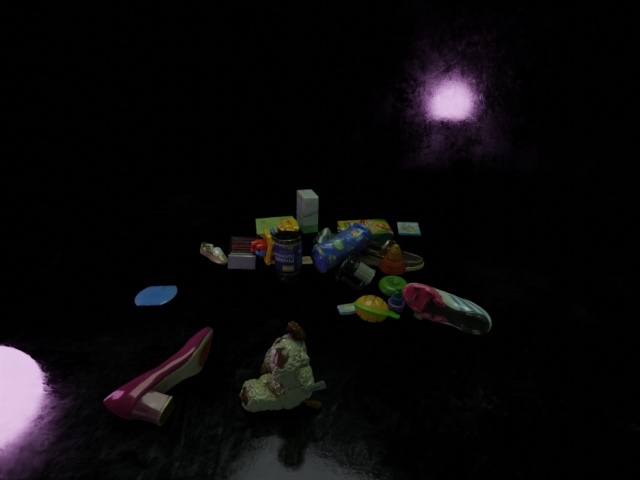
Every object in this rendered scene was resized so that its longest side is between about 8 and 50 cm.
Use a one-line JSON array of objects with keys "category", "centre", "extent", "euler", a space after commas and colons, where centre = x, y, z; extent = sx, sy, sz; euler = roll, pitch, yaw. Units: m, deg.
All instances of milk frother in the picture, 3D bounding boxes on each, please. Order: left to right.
[{"category": "milk frother", "centre": [0.143, 0.148, 1.915], "extent": [0.135, 0.129, 0.143], "euler": [34, -8, -5]}]

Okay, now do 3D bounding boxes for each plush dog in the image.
[{"category": "plush dog", "centre": [-0.094, 0.373, 1.297], "extent": [0.211, 0.262, 0.225], "euler": [27, 26, -22]}]

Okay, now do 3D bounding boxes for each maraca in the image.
[{"category": "maraca", "centre": [0.211, 0.261, 1.649], "extent": [0.186, 0.099, 0.127], "euler": [17, 7, -21]}]

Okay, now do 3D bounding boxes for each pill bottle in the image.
[{"category": "pill bottle", "centre": [-0.140, 0.076, 1.918], "extent": [0.123, 0.219, 0.122], "euler": [-1, 24, 0]}]

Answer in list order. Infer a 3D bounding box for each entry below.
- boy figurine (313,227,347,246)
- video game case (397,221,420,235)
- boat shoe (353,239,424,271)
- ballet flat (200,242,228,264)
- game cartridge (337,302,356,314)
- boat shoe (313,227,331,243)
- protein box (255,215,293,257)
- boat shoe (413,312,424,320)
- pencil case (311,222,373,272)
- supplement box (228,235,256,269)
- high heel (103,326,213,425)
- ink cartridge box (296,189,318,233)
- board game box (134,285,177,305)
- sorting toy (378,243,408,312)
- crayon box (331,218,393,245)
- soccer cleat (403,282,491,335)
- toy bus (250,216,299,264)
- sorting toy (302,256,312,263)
[{"category": "boy figurine", "centre": [0.098, 0.006, 2.117], "extent": [0.285, 0.177, 0.092], "euler": [-26, 43, -35]}, {"category": "video game case", "centre": [0.499, -0.067, 2.478], "extent": [0.119, 0.015, 0.166], "euler": [2, 24, 6]}, {"category": "boat shoe", "centre": [0.317, 0.059, 2.063], "extent": [0.342, 0.123, 0.123], "euler": [10, 26, 24]}, {"category": "ballet flat", "centre": [-0.527, 0.058, 2.155], "extent": [0.206, 0.067, 0.073], "euler": [19, 26, 36]}, {"category": "game cartridge", "centre": [0.113, 0.270, 1.725], "extent": [0.084, 0.017, 0.056], "euler": [-7, 28, -13]}, {"category": "boat shoe", "centre": [0.000, 0.000, 2.275], "extent": [0.076, 0.080, 0.228], "euler": [-17, 24, 17]}, {"category": "protein box", "centre": [-0.226, -0.022, 2.246], "extent": [0.200, 0.135, 0.201], "euler": [-5, 25, -8]}, {"category": "boat shoe", "centre": [0.393, 0.259, 1.700], "extent": [0.045, 0.050, 0.135], "euler": [14, 27, 19]}, {"category": "pencil case", "centre": [0.096, 0.023, 1.975], "extent": [0.306, 0.119, 0.133], "euler": [-30, 80, -27]}, {"category": "supplement box", "centre": [-0.382, 0.056, 2.139], "extent": [0.131, 0.073, 0.239], "euler": [2, 24, -9]}, {"category": "high heel", "centre": [-0.476, 0.379, 1.342], "extent": [0.182, 0.127, 0.377], "euler": [15, 30, 8]}, {"category": "ink cartridge box", "centre": [-0.074, -0.167, 2.476], "extent": [0.093, 0.212, 0.154], "euler": [-8, 24, -16]}, {"category": "board game box", "centre": [-0.672, 0.238, 1.801], "extent": [0.169, 0.033, 0.133], "euler": [-3, 29, 7]}, {"category": "sorting toy", "centre": [0.314, 0.136, 1.826], "extent": [0.127, 0.126, 0.365], "euler": [6, 32, 2]}, {"category": "crayon box", "centre": [0.211, -0.038, 2.341], "extent": [0.319, 0.081, 0.202], "euler": [-4, 24, -5]}, {"category": "soccer cleat", "centre": [0.467, 0.250, 1.627], "extent": [0.332, 0.115, 0.143], "euler": [25, 17, 16]}, {"category": "toy bus", "centre": [-0.213, 0.005, 2.039], "extent": [0.212, 0.220, 0.149], "euler": [3, 27, -20]}, {"category": "sorting toy", "centre": [-0.084, 0.099, 2.121], "extent": [0.084, 0.012, 0.062], "euler": [-3, 28, -13]}]
